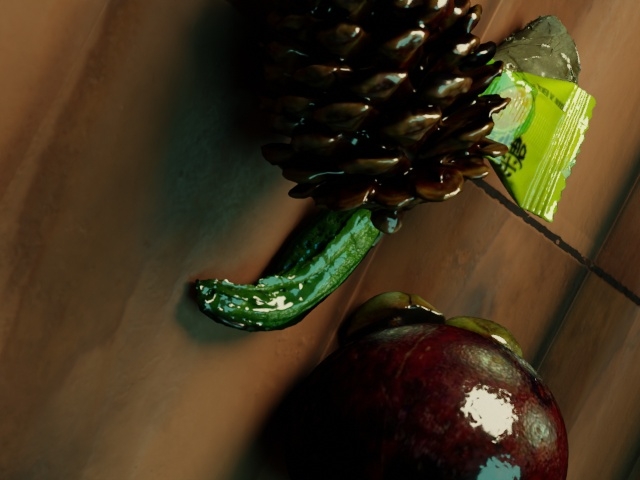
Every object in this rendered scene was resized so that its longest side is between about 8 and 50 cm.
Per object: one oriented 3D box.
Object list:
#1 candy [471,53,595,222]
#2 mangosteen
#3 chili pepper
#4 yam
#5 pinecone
[{"bbox_3d":[0.160,-0.135,1.358,0.246,0.069,0.149,27,90,-20],"label":"candy"},{"bbox_3d":[0.122,0.207,1.442,0.300,0.300,0.300,-29,132,-38],"label":"mangosteen"},{"bbox_3d":[0.000,0.000,1.340,0.279,0.065,0.122,-40,154,-14],"label":"chili pepper"},{"bbox_3d":[0.199,-0.158,1.474,0.183,0.107,0.107,-33,134,-32],"label":"yam"},{"bbox_3d":[0.050,-0.139,1.196,0.224,0.224,0.272,-22,108,-43],"label":"pinecone"}]
